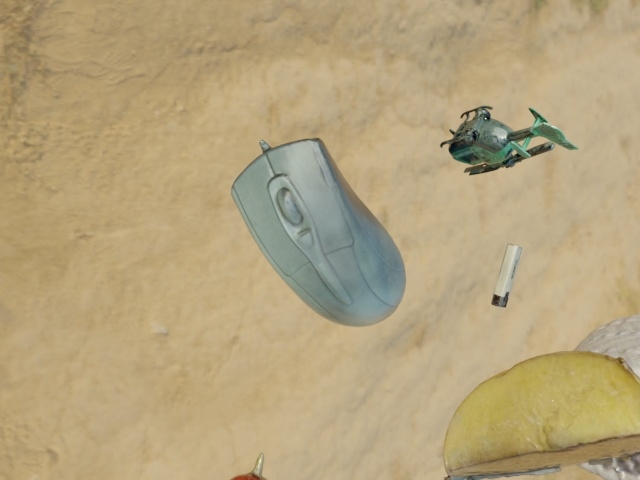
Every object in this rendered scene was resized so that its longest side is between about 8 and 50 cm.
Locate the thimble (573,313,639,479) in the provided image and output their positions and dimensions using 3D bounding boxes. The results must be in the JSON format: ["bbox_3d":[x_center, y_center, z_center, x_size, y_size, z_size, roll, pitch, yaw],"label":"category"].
[{"bbox_3d":[0.444,0.214,1.309,0.217,0.245,0.157,50,50,-3],"label":"thimble"}]

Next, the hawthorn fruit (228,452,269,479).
[{"bbox_3d":[-0.110,0.448,1.449,0.199,0.199,0.251,25,67,-47],"label":"hawthorn fruit"}]

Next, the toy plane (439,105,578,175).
[{"bbox_3d":[0.237,-0.130,1.269,0.096,0.235,0.060,42,71,-16],"label":"toy plane"}]

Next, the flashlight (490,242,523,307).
[{"bbox_3d":[0.242,0.046,1.242,0.018,0.018,0.083,10,97,-42],"label":"flashlight"}]

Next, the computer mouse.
[{"bbox_3d":[0.000,0.000,1.542,0.371,0.188,0.122,56,17,-15],"label":"computer mouse"}]

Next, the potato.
[{"bbox_3d":[0.235,0.165,0.906,0.138,0.243,0.098,16,61,-43],"label":"potato"}]
